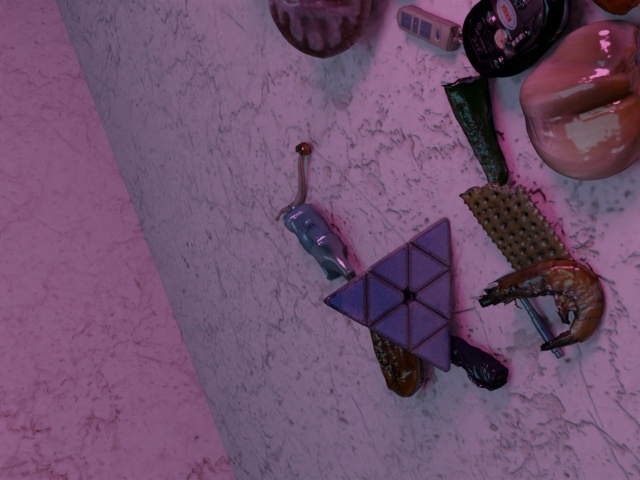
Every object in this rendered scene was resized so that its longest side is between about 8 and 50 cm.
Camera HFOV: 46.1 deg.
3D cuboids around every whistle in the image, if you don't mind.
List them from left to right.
[{"bbox_3d":[0.000,0.000,1.873,0.274,0.093,0.186,50,169,32],"label":"whistle"}]

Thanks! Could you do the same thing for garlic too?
[{"bbox_3d":[0.377,-0.192,1.115,0.228,0.110,0.217,-17,93,60],"label":"garlic"}]

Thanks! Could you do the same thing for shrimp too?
[{"bbox_3d":[0.375,0.114,1.274,0.217,0.051,0.150,-16,95,39],"label":"shrimp"}]

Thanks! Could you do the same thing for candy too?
[{"bbox_3d":[0.005,-0.512,1.486,0.290,0.214,0.157,91,-168,-47],"label":"candy"}]

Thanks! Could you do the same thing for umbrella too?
[{"bbox_3d":[0.277,0.228,1.529,0.248,0.070,0.071,33,131,48],"label":"umbrella"}]

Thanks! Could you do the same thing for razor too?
[{"bbox_3d":[0.390,0.148,1.336,0.135,0.040,0.068,59,149,12],"label":"razor"}]

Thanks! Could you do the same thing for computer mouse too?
[{"bbox_3d":[0.310,-0.345,1.164,0.233,0.096,0.137,145,111,-67],"label":"computer mouse"}]

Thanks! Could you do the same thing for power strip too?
[{"bbox_3d":[0.203,-0.392,1.389,0.191,0.030,0.048,42,138,44],"label":"power strip"}]

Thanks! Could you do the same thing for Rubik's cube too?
[{"bbox_3d":[0.149,0.112,1.530,0.233,0.228,0.228,76,-162,-45],"label":"Rubik's cube"}]

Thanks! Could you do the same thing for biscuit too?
[{"bbox_3d":[0.340,-0.021,1.296,0.203,0.016,0.144,55,149,-1],"label":"biscuit"}]

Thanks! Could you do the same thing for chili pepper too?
[{"bbox_3d":[0.282,-0.174,1.312,0.059,0.088,0.227,175,78,-75],"label":"chili pepper"}]

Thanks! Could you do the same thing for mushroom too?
[{"bbox_3d":[-0.068,-0.134,1.977,0.306,0.043,0.068,109,153,-47],"label":"mushroom"}]

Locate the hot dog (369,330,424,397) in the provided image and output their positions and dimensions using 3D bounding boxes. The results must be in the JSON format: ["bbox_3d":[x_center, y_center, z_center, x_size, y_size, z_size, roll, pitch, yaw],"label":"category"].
[{"bbox_3d":[0.170,0.224,1.704,0.144,0.075,0.268,-16,88,63],"label":"hot dog"}]

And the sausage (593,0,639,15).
[{"bbox_3d":[0.348,-0.443,1.050,0.330,0.102,0.102,60,148,24],"label":"sausage"}]
